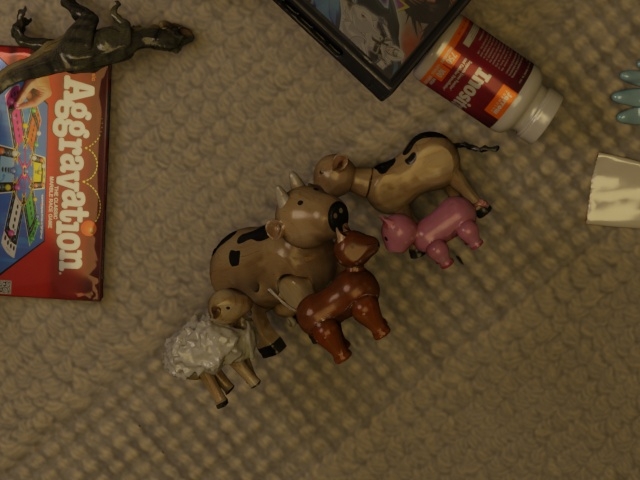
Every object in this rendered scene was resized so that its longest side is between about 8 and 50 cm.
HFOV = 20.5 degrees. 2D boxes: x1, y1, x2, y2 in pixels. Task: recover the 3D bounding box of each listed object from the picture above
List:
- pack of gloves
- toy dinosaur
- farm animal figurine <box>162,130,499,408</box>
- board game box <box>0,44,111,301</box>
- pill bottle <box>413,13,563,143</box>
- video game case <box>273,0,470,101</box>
[{"bbox_3d":[0.424,-0.093,1.945,0.232,0.046,0.195,9,99,0],"label":"pack of gloves"},{"bbox_3d":[-0.274,-0.216,1.909,0.268,0.064,0.118,-22,62,-15],"label":"toy dinosaur"},{"bbox_3d":[0.000,0.000,1.890,0.326,0.330,0.172,-26,103,35],"label":"farm animal figurine"},{"bbox_3d":[-0.310,-0.075,1.976,0.145,0.027,0.281,3,100,0],"label":"board game box"},{"bbox_3d":[0.184,-0.172,1.915,0.152,0.086,0.086,33,99,-4],"label":"pill bottle"},{"bbox_3d":[0.054,-0.321,1.841,0.248,0.035,0.275,43,62,-6],"label":"video game case"}]
